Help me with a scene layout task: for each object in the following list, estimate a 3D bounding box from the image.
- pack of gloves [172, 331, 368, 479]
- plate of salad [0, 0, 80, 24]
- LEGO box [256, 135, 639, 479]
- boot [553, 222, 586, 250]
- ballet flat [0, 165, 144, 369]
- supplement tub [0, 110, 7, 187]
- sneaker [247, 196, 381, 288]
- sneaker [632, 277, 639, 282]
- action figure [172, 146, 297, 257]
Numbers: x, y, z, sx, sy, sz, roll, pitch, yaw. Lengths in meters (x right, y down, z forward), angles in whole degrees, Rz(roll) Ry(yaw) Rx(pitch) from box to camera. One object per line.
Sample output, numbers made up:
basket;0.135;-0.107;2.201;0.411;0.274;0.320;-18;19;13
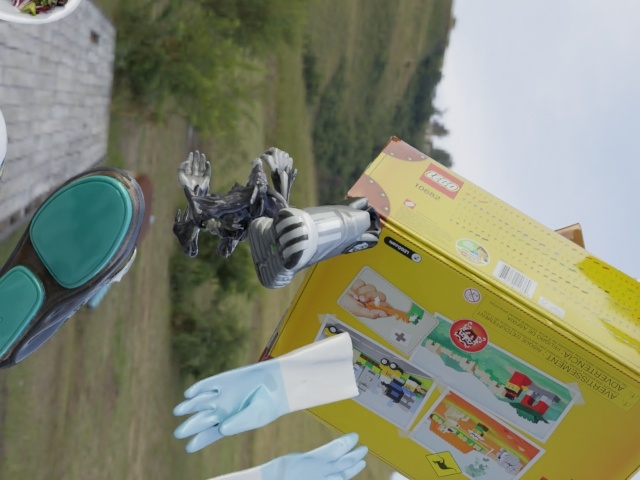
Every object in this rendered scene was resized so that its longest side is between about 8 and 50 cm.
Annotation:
pack of gloves;-0.046;0.231;1.099;0.046;0.232;0.195;16;-61;64
plate of salad;-0.372;-0.349;1.165;0.048;0.200;0.199;-36;-136;45
LEGO box;0.206;0.156;1.332;0.193;0.500;0.372;-51;171;-51
boot;0.361;0.002;1.798;0.096;0.281;0.264;121;-44;-72
ballet flat;-0.174;0.016;0.667;0.203;0.074;0.074;-42;-149;27
supplement tub;-0.594;-0.068;1.426;0.324;0.236;0.235;119;-23;-48
sneaker;0.000;0.000;1.112;0.229;0.132;0.086;166;-89;-73
sneaker;0.476;0.143;1.722;0.078;0.234;0.106;58;18;9
action figure;-0.117;-0.059;1.320;0.276;0.164;0.140;152;-63;-62
